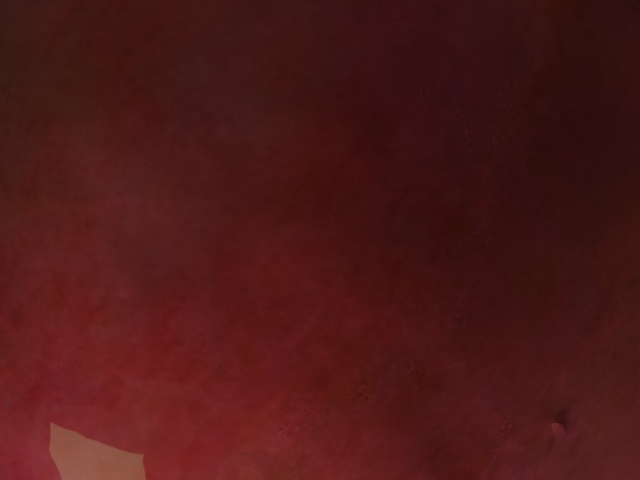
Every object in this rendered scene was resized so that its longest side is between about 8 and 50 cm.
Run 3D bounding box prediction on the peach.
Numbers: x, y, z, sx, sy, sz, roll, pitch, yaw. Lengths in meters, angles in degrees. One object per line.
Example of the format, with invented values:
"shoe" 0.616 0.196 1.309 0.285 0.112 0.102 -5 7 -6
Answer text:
"peach" -0.001 -0.001 0.460 0.247 0.292 0.292 -11 140 35
